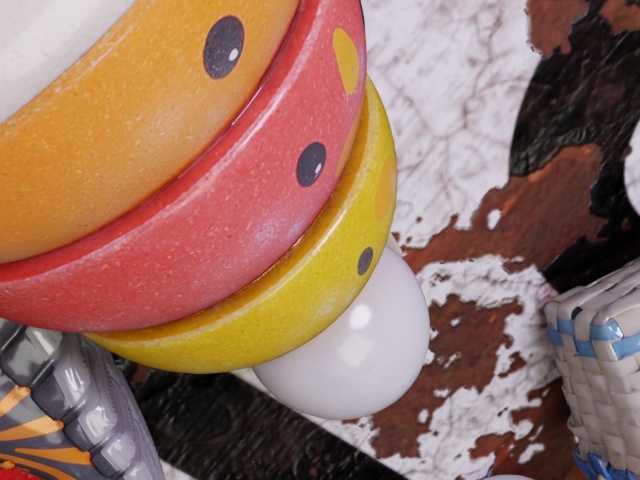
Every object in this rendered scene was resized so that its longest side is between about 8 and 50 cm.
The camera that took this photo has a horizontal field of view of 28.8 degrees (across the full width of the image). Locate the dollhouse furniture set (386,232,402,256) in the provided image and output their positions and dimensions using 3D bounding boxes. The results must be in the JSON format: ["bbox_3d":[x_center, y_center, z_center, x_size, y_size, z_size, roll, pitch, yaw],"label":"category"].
[{"bbox_3d":[0.000,0.000,0.857,0.114,0.091,0.081,-26,101,24],"label":"dollhouse furniture set"}]

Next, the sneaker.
[{"bbox_3d":[-0.238,0.090,0.775,0.180,0.124,0.321,-33,114,-1],"label":"sneaker"}]

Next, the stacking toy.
[{"bbox_3d":[-0.070,-0.051,0.664,0.350,0.350,0.480,-42,135,1],"label":"stacking toy"}]

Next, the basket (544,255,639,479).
[{"bbox_3d":[0.327,0.137,0.977,0.254,0.201,0.289,-25,92,-10],"label":"basket"}]

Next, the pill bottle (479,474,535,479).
[{"bbox_3d":[0.189,0.310,1.072,0.121,0.121,0.221,-37,125,-3],"label":"pill bottle"}]
